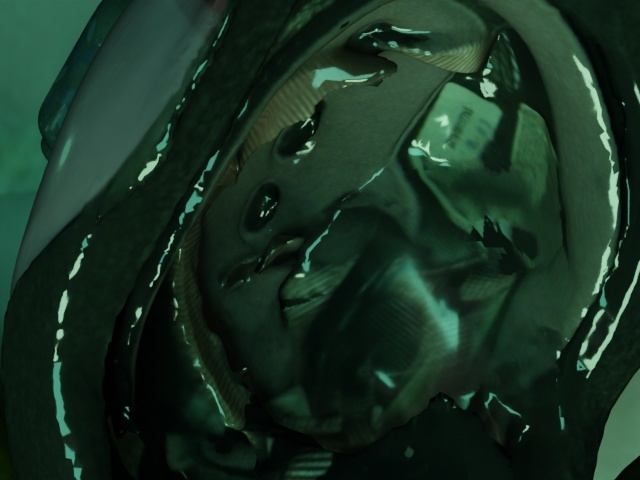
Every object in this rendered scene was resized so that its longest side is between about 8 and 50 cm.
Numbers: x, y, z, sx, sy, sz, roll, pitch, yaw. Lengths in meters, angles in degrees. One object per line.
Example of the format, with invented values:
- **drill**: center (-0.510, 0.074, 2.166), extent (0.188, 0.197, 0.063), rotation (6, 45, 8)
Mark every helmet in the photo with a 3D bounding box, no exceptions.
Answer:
- **helmet**: center (0.000, 0.000, 0.554), extent (0.198, 0.154, 0.253), rotation (7, 99, -31)

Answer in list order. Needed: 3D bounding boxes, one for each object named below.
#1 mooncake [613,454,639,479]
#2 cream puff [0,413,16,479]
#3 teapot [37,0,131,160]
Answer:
- **mooncake**: center (0.167, 0.175, 0.480), extent (0.161, 0.290, 0.290), rotation (-14, 100, 22)
- **cream puff**: center (-0.229, 0.168, 0.582), extent (0.378, 0.378, 0.275), rotation (44, 110, 2)
- **teapot**: center (-0.049, -0.051, 0.609), extent (0.064, 0.049, 0.083), rotation (35, 111, 5)
